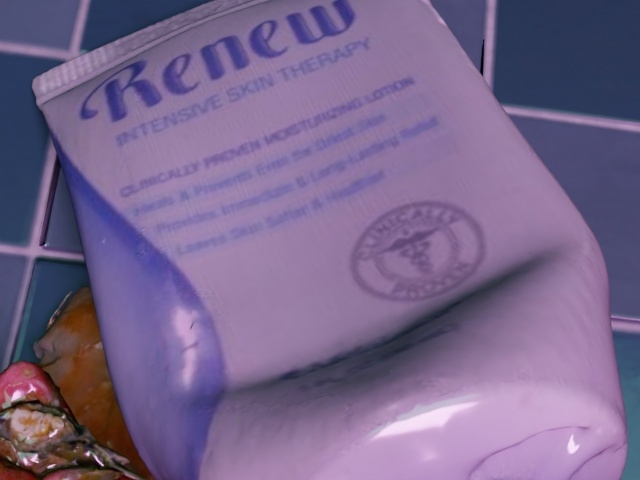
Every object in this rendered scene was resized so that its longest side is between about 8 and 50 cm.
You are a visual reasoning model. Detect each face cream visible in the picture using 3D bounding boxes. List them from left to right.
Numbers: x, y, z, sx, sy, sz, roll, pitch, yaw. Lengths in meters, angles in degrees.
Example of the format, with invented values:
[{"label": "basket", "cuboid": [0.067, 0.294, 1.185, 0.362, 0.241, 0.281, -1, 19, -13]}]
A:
[{"label": "face cream", "cuboid": [0.000, 0.000, 0.512, 0.235, 0.137, 0.420, -23, 46, -2]}]

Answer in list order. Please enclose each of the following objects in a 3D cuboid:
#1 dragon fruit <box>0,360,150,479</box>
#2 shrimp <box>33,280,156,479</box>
[{"label": "dragon fruit", "cuboid": [-0.093, 0.193, 0.436, 0.269, 0.200, 0.198, 44, 30, 16]}, {"label": "shrimp", "cuboid": [-0.025, 0.036, 0.574, 0.294, 0.062, 0.154, -32, 67, -12]}]
